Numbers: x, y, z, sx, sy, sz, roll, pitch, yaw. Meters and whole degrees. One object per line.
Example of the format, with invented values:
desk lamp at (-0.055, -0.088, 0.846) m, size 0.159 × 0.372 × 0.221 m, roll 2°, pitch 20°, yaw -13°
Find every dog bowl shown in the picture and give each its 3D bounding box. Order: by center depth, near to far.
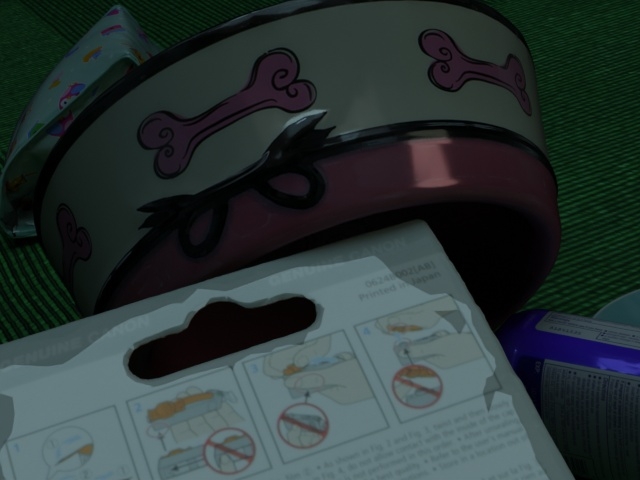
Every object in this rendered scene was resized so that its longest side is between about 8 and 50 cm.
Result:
dog bowl at (0.000, 0.000, 0.964) m, size 0.408 × 0.408 × 0.150 m, roll -15°, pitch 63°, yaw -10°

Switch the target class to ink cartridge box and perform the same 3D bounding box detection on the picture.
ink cartridge box at (-0.005, 0.191, 0.703) m, size 0.308 × 0.091 × 0.385 m, roll -17°, pitch 54°, yaw -13°

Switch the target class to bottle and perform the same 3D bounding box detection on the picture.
bottle at (0.254, 0.125, 0.891) m, size 0.283 × 0.118 × 0.092 m, roll 9°, pitch 31°, yaw 34°

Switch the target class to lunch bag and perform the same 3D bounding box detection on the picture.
lunch bag at (-0.284, -0.126, 1.528) m, size 0.262 × 0.160 × 0.223 m, roll -42°, pitch 26°, yaw 9°

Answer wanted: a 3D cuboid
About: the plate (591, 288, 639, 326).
plate at (0.315, 0.088, 1.052) m, size 0.188 × 0.024 × 0.188 m, roll -7°, pitch 26°, yaw 4°
